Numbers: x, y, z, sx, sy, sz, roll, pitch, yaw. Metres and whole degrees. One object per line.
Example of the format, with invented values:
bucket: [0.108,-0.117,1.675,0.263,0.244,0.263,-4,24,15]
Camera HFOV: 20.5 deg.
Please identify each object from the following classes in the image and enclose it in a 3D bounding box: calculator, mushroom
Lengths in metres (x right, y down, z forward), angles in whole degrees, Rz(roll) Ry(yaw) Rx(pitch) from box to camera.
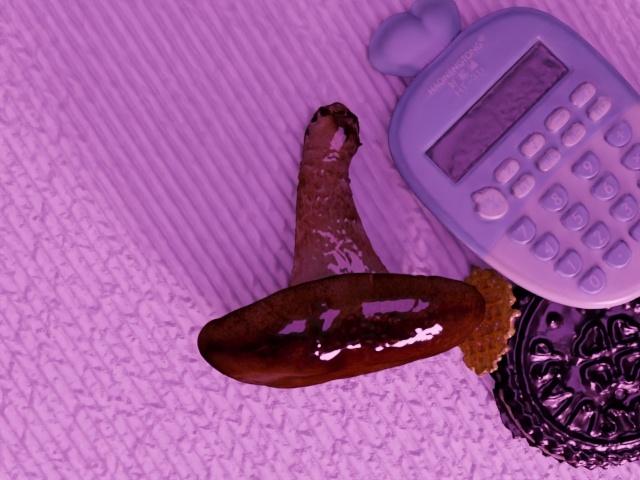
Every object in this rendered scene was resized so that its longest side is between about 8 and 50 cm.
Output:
calculator: [0.166,-0.077,1.421,0.188,0.042,0.302,-44,85,-4]
mushroom: [0.000,0.000,1.391,0.227,0.148,0.217,-8,77,-19]

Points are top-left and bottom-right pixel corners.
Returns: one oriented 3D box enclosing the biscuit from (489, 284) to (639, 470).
biscuit: [0.233,0.097,1.462,0.195,0.053,0.194,-1,94,-10]

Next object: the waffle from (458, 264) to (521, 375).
waffle: [0.134,0.067,1.436,0.016,0.078,0.085,5,107,-27]
